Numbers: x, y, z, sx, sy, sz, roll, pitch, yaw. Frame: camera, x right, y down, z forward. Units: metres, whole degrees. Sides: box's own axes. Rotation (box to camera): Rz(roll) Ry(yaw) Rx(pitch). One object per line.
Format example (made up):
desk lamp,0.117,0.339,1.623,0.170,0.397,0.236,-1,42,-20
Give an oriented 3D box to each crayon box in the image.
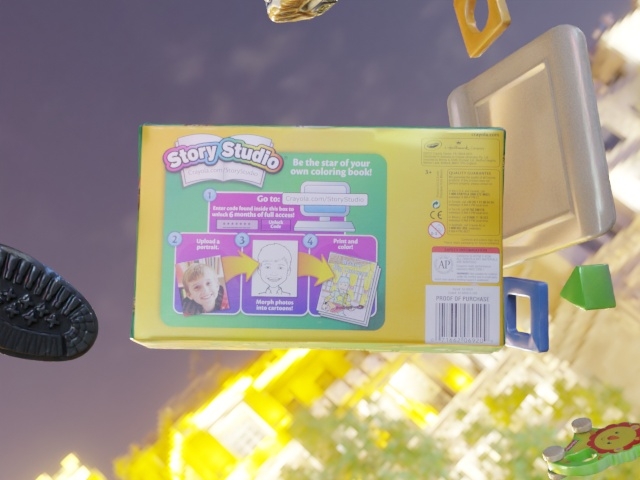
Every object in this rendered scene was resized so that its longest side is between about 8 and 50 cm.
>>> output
crayon box,0.000,0.000,1.025,0.081,0.278,0.165,76,-164,-81

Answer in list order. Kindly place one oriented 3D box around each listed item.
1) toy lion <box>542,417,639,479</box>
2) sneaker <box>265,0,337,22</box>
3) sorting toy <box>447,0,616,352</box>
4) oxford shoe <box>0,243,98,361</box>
toy lion,0.307,0.227,1.472,0.100,0.096,0.034,-33,-67,-41
sneaker,0.010,-0.367,1.562,0.112,0.131,0.296,-10,-11,-39
sorting toy,0.190,-0.077,1.184,0.047,0.347,0.196,-4,-9,-26
oxford shoe,-0.291,0.039,1.110,0.096,0.227,0.082,139,152,-79
